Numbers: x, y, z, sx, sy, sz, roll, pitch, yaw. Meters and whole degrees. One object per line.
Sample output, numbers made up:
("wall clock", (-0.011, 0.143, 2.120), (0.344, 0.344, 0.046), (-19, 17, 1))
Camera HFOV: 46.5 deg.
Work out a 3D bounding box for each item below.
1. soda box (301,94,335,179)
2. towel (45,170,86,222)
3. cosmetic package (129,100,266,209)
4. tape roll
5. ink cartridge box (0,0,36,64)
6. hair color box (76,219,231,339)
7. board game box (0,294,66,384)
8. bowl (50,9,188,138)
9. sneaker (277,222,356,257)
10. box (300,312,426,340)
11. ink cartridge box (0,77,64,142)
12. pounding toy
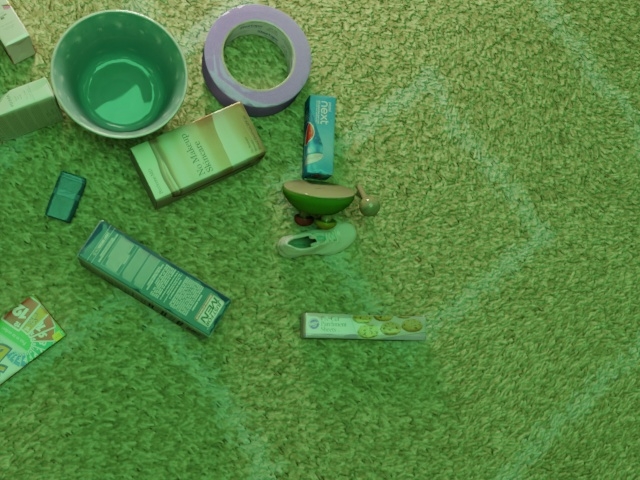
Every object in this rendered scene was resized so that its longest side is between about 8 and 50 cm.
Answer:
("soda box", (-0.005, -0.269, 1.950), (0.071, 0.067, 0.210), (4, 81, -13))
("towel", (-0.614, -0.104, 1.799), (0.067, 0.029, 0.119), (20, 77, -10))
("cosmetic package", (-0.303, -0.209, 1.837), (0.296, 0.129, 0.153), (-28, 90, -15))
("tape roll", (-0.166, -0.463, 1.928), (0.275, 0.090, 0.275), (2, 81, -13))
("ink cartridge box", (-0.766, -0.536, 1.779), (0.067, 0.115, 0.198), (-32, 89, -15))
("hair color box", (-0.389, 0.098, 1.749), (0.347, 0.174, 0.105), (33, 75, -7))
("board game box", (-0.732, 0.252, 1.719), (0.259, 0.039, 0.124), (-39, 92, -13))
("bowl", (-0.481, -0.375, 1.800), (0.311, 0.163, 0.311), (2, 81, -14))
("sneaker", (0.000, 0.000, 1.898), (0.212, 0.094, 0.080), (-14, 84, -15))
("box", (0.111, 0.223, 1.909), (0.324, 0.063, 0.067), (4, 80, -13))
("ink cartridge box", (-0.718, -0.286, 1.721), (0.225, 0.181, 0.056), (-23, 87, -14))
("pounding toy", (0.016, -0.079, 1.894), (0.237, 0.183, 0.110), (3, 107, -17))
